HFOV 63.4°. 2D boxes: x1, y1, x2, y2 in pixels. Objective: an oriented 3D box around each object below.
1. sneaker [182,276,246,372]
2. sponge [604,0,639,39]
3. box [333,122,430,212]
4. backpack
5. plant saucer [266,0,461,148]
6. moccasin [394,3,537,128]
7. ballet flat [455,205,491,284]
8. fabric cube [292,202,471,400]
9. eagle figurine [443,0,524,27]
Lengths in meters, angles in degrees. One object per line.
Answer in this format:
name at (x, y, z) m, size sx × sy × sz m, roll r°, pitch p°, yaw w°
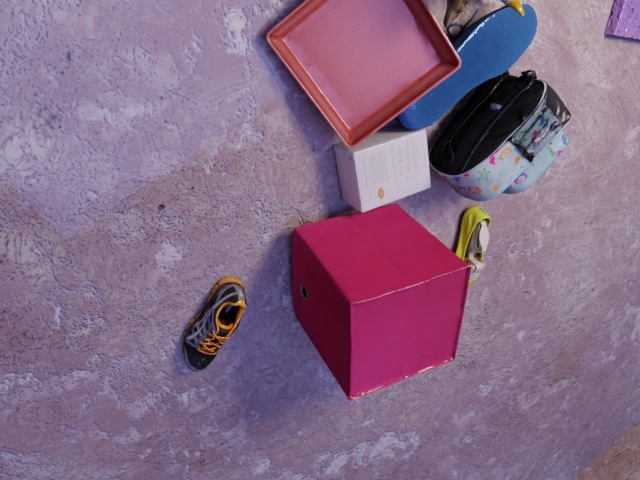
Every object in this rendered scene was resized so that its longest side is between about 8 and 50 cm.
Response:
sneaker at (-0.215, 0.180, 1.051) m, size 0.084 × 0.083 × 0.214 m, roll 19°, pitch 103°, yaw -32°
sponge at (0.792, -0.549, 1.262) m, size 0.210 × 0.031 × 0.117 m, roll -3°, pitch 112°, yaw -26°
box at (0.128, -0.154, 1.071) m, size 0.171 × 0.091 × 0.130 m, roll -20°, pitch 118°, yaw -17°
backpack at (0.363, -0.203, 1.088) m, size 0.253 × 0.225 × 0.191 m, roll -46°, pitch 118°, yaw 4°
plant saucer at (0.079, -0.345, 0.940) m, size 0.258 × 0.047 × 0.259 m, roll -36°, pitch 111°, yaw 12°
moccasin at (0.271, -0.365, 1.041) m, size 0.342 × 0.117 × 0.137 m, roll -35°, pitch 121°, yaw -5°
ballet flat at (0.374, 0.030, 1.274) m, size 0.077 × 0.077 × 0.230 m, roll -6°, pitch 113°, yaw -24°
fabric cube at (0.108, 0.113, 1.053) m, size 0.259 × 0.258 × 0.254 m, roll -14°, pitch 127°, yaw -20°
eagle figurine at (0.292, -0.484, 0.892) m, size 0.298 × 0.226 × 0.225 m, roll -52°, pitch 135°, yaw -35°
